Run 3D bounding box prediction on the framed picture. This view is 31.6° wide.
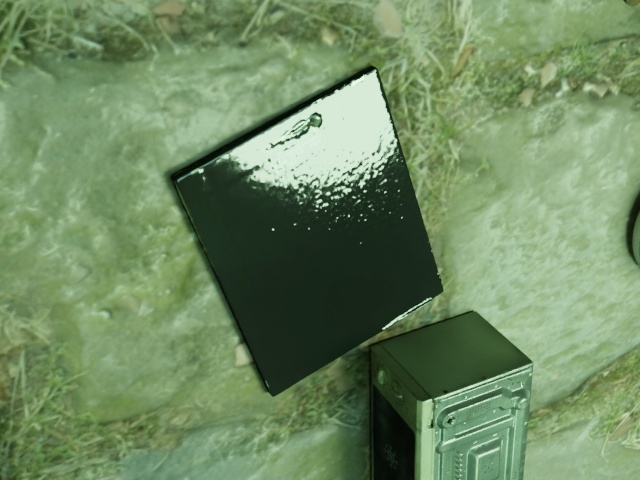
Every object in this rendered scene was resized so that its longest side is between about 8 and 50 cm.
[{"bbox_3d":[0.000,0.000,1.284,0.255,0.014,0.339,-31,129,-13],"label":"framed picture"}]

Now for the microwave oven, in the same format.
[{"bbox_3d":[0.170,0.240,1.441,0.194,0.145,0.240,-14,123,-20],"label":"microwave oven"}]

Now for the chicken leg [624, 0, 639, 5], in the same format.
[{"bbox_3d":[0.353,-0.353,1.259,0.085,0.069,0.198,-42,141,-34],"label":"chicken leg"}]

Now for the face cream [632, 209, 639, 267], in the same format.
[{"bbox_3d":[0.523,-0.015,1.518,0.206,0.111,0.206,-14,124,-22],"label":"face cream"}]
